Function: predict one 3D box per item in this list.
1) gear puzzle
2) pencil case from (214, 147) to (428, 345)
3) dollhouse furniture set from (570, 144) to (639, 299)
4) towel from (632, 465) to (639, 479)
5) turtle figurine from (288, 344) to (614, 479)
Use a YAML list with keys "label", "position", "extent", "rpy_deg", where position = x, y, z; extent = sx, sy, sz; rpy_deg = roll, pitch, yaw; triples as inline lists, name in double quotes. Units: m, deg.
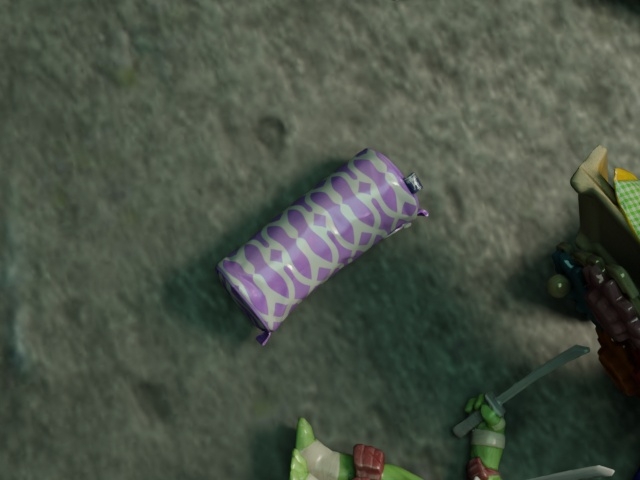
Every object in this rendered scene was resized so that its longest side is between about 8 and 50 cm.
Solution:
- label: "gear puzzle"
  position: [0.300, 0.156, 1.374]
  extent: [0.044, 0.175, 0.339]
  rpy_deg: [-34, 103, -4]
- label: "pencil case"
  position: [0.000, 0.000, 1.479]
  extent: [0.206, 0.086, 0.088]
  rpy_deg: [-36, 114, -6]
- label: "dollhouse furniture set"
  position: [0.332, 0.021, 1.364]
  extent: [0.151, 0.301, 0.197]
  rpy_deg: [-36, 66, -4]
- label: "towel"
  position: [0.361, 0.330, 1.458]
  extent: [0.227, 0.076, 0.308]
  rpy_deg: [31, 82, 0]
- label: "turtle figurine"
  position: [0.108, 0.190, 1.405]
  extent: [0.266, 0.275, 0.198]
  rpy_deg: [7, 48, 1]
